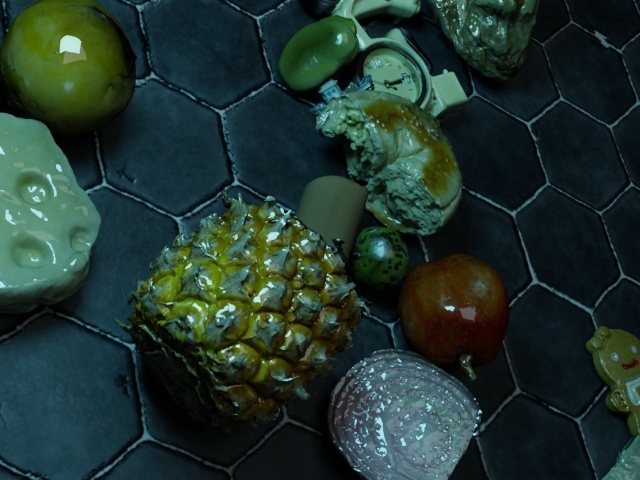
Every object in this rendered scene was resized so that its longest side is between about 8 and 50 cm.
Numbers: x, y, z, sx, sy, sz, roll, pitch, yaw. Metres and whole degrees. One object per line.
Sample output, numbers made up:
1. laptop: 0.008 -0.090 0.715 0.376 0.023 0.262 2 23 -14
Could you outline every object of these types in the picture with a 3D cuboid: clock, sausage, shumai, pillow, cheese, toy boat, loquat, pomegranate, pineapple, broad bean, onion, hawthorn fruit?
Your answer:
1. clock: 0.128 -0.412 2.172 0.277 0.120 0.378 -16 79 -30
2. sausage: 0.000 0.000 1.879 0.123 0.123 0.252 29 54 -13
3. shumai: 0.403 -0.514 2.251 0.314 0.262 0.267 57 34 -10
4. pillow: 0.591 0.492 2.002 0.148 0.050 0.230 48 56 8
5. cheese: -0.494 -0.044 1.627 0.318 0.115 0.326 26 59 -15
6. toy boat: 0.037 -0.286 2.045 0.066 0.140 0.059 55 23 -13
7. loquat: -0.415 -0.285 1.728 0.235 0.235 0.235 13 60 -23
8. pomegranate: 0.116 0.038 1.938 0.161 0.122 0.122 24 51 -53
9. pineapple: -0.126 0.121 1.632 0.300 0.352 0.352 -41 89 -27
10. broad bean: -0.004 -0.368 2.042 0.082 0.175 0.124 45 20 -61
11. onion: 0.130 0.324 1.804 0.247 0.111 0.250 33 64 13
12. hawthorn fruit: 0.244 0.145 1.876 0.205 0.205 0.253 16 33 -22

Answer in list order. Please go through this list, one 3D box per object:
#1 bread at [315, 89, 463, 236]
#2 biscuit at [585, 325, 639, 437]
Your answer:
1. bread: 0.144 -0.166 2.013 0.314 0.171 0.192 44 51 -3
2. biscuit: 0.637 0.284 2.137 0.184 0.035 0.248 -12 70 -35
